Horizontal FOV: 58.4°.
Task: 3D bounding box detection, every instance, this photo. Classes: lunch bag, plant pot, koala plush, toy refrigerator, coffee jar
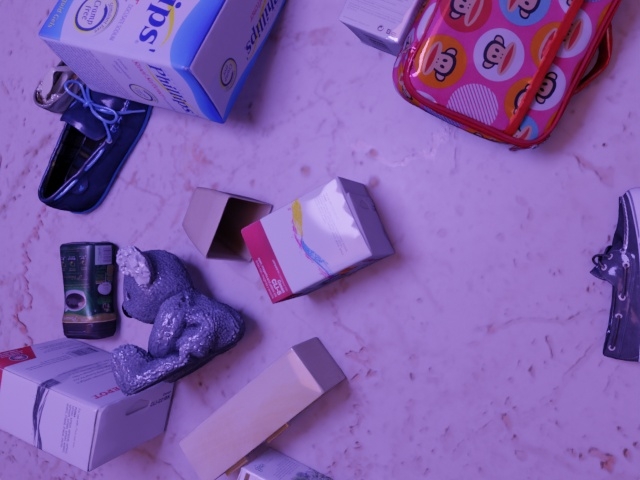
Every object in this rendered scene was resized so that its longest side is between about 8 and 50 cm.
[{"bbox_3d":[0.260,-0.276,0.755,0.258,0.120,0.293,23,101,-7],"label":"lunch bag"},{"bbox_3d":[-0.167,-0.035,0.961,0.096,0.109,0.109,28,101,32],"label":"plant pot"},{"bbox_3d":[-0.252,0.107,0.959,0.203,0.196,0.221,-30,79,8],"label":"koala plush"},{"bbox_3d":[-0.093,0.279,0.931,0.269,0.102,0.094,-41,76,17],"label":"toy refrigerator"},{"bbox_3d":[-0.437,0.094,1.082,0.096,0.079,0.184,-2,89,20],"label":"coffee jar"}]

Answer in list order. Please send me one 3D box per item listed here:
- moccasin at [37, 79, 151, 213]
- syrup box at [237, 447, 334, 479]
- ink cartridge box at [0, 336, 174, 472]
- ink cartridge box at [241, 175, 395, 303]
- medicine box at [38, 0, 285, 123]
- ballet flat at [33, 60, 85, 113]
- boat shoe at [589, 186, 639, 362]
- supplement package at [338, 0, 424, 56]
[{"bbox_3d":[-0.408,-0.201,1.047,0.137,0.117,0.342,26,99,20],"label":"moccasin"},{"bbox_3d":[-0.017,0.433,0.905,0.237,0.093,0.096,18,98,21],"label":"syrup box"},{"bbox_3d":[-0.431,0.277,1.017,0.273,0.197,0.114,13,97,22],"label":"ink cartridge box"},{"bbox_3d":[0.000,0.000,0.875,0.176,0.128,0.127,-28,80,21],"label":"ink cartridge box"},{"bbox_3d":[-0.241,-0.361,0.915,0.289,0.149,0.263,17,75,21],"label":"medicine box"},{"bbox_3d":[-0.476,-0.333,1.101,0.213,0.068,0.072,-46,74,16],"label":"ballet flat"},{"bbox_3d":[0.393,0.047,0.748,0.076,0.080,0.228,-3,97,21],"label":"boat shoe"},{"bbox_3d":[0.123,-0.373,0.835,0.105,0.105,0.179,30,101,22],"label":"supplement package"}]
